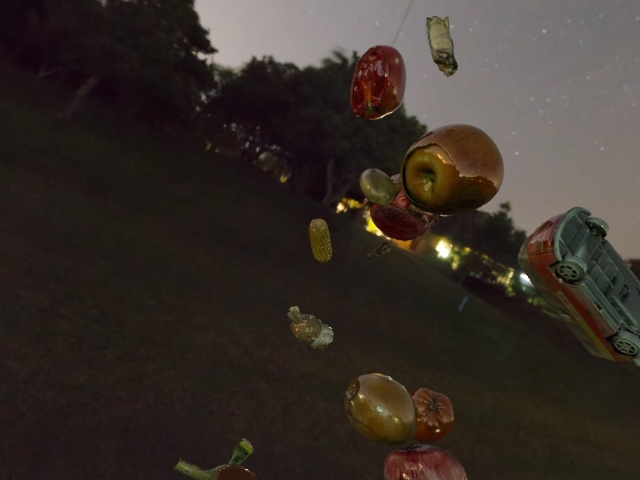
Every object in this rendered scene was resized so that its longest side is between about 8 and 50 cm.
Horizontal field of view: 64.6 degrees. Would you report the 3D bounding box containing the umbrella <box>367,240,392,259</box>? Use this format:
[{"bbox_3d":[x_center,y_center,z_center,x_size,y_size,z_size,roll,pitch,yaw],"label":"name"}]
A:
[{"bbox_3d":[0.151,0.025,1.279,0.083,0.031,0.020,-33,28,-30],"label":"umbrella"}]

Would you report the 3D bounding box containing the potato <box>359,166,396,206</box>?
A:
[{"bbox_3d":[0.131,-0.122,1.162,0.091,0.070,0.138,40,10,-11],"label":"potato"}]

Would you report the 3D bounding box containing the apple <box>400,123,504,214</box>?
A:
[{"bbox_3d":[0.307,-0.160,1.208,0.208,0.236,0.237,-23,24,-18],"label":"apple"}]

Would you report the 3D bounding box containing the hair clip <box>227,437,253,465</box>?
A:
[{"bbox_3d":[-0.279,0.746,1.769,0.060,0.188,0.033,38,36,5],"label":"hair clip"}]

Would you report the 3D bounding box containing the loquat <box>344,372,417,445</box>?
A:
[{"bbox_3d":[0.169,0.463,1.381,0.227,0.179,0.179,39,1,-16],"label":"loquat"}]

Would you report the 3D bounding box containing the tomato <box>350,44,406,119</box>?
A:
[{"bbox_3d":[0.192,-0.473,1.530,0.140,0.200,0.233,2,-4,-25],"label":"tomato"}]

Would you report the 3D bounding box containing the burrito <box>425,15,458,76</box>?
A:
[{"bbox_3d":[0.299,-0.485,1.252,0.058,0.229,0.063,-22,-42,32],"label":"burrito"}]

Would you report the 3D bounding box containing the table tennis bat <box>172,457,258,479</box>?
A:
[{"bbox_3d":[-0.250,0.575,1.201,0.234,0.131,0.022,40,5,-27],"label":"table tennis bat"}]

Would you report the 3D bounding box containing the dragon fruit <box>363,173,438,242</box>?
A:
[{"bbox_3d":[0.239,-0.094,1.492,0.211,0.147,0.282,49,-29,-4],"label":"dragon fruit"}]

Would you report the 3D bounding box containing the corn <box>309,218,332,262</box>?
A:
[{"bbox_3d":[0.000,0.000,0.886,0.037,0.037,0.092,26,-35,28],"label":"corn"}]

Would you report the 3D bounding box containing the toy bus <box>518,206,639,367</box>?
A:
[{"bbox_3d":[0.426,0.073,0.806,0.265,0.121,0.120,48,-24,-10],"label":"toy bus"}]

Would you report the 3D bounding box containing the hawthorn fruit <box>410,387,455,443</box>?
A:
[{"bbox_3d":[0.352,0.589,1.684,0.189,0.189,0.189,23,5,-2],"label":"hawthorn fruit"}]

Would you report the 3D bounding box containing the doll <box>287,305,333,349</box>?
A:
[{"bbox_3d":[-0.046,0.326,1.847,0.115,0.105,0.221,-14,-40,41],"label":"doll"}]

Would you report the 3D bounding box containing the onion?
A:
[{"bbox_3d":[0.293,0.700,1.367,0.283,0.227,0.120,62,33,-6],"label":"onion"}]
